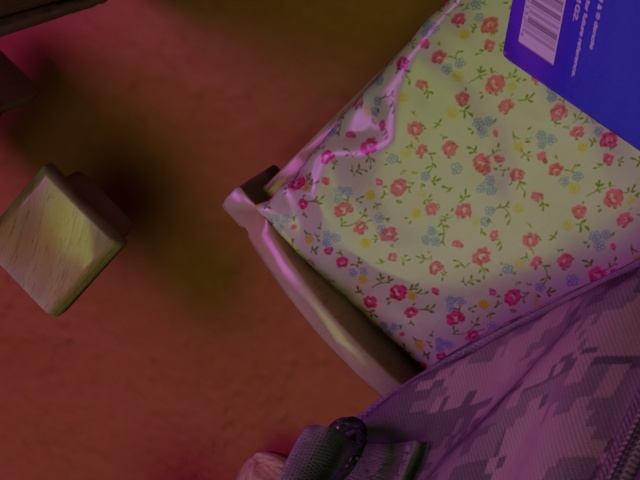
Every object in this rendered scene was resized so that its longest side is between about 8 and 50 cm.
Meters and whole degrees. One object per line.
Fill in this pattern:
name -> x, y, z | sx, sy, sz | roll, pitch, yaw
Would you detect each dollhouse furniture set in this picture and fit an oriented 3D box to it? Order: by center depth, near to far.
dollhouse furniture set -> 0.000, 0.000, 0.554 | 0.355, 0.174, 0.303 | 46, 115, 2

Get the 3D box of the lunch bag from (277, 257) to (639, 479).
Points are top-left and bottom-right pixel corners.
lunch bag -> 0.156, 0.150, 0.505 | 0.305, 0.212, 0.256 | 44, 150, -22

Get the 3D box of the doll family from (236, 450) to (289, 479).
doll family -> -0.058, 0.197, 0.707 | 0.163, 0.118, 0.263 | 45, 121, 3

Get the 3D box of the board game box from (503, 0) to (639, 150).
board game box -> 0.189, -0.196, 0.381 | 0.078, 0.233, 0.347 | -131, 43, -56
